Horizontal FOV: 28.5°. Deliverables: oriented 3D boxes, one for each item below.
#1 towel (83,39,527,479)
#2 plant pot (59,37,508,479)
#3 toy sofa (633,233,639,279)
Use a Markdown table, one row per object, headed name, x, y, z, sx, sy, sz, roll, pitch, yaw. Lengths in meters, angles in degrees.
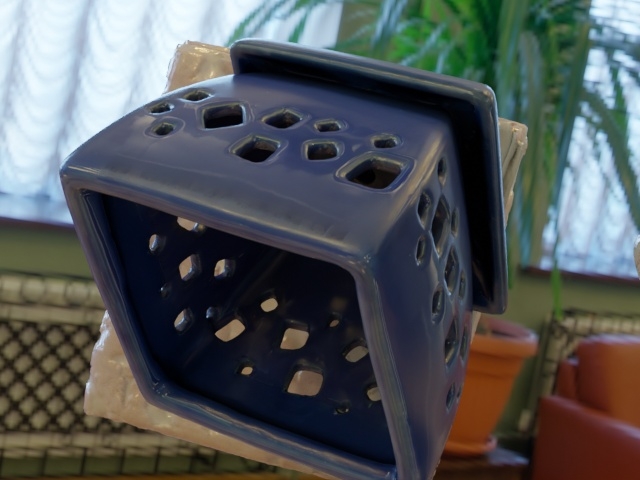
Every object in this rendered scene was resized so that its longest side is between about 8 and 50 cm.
| name | x | y | z | sx | sy | sz | roll | pitch | yaw |
| --- | --- | --- | --- | --- | --- | --- | --- | --- | --- |
| towel | -0.020 | 0.023 | 1.045 | 0.316 | 0.332 | 0.053 | 14 | -2 | 16 |
| plant pot | 0.000 | 0.000 | 0.860 | 0.236 | 0.236 | 0.212 | 16 | 49 | 28 |
| toy sofa | 0.337 | 0.013 | 0.802 | 0.150 | 0.177 | 0.362 | -3 | -24 | -8 |
